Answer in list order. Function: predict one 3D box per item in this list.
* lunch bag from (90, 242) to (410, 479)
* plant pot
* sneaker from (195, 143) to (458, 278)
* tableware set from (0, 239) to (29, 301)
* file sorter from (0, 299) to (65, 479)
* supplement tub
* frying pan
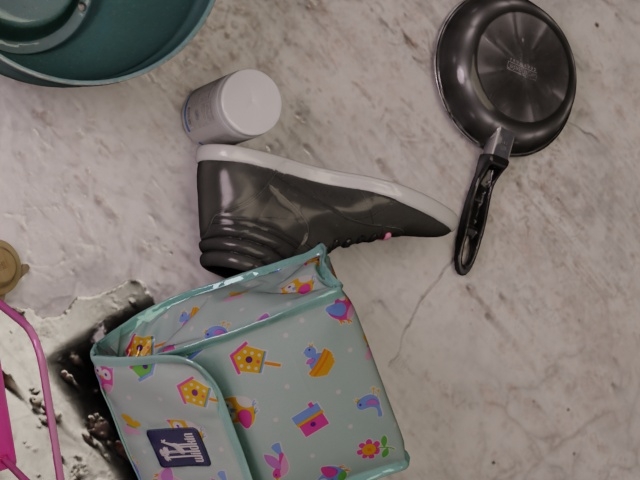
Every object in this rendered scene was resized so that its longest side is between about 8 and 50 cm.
[{"bbox_3d":[-0.074,0.157,1.577,0.262,0.160,0.223,-21,114,-3],"label":"lunch bag"},{"bbox_3d":[-0.262,-0.275,1.518,0.293,0.196,0.293,3,84,-28],"label":"plant pot"},{"bbox_3d":[0.000,0.000,1.688,0.295,0.104,0.147,12,82,-20],"label":"sneaker"},{"bbox_3d":[-0.353,0.025,1.524,0.169,0.020,0.141,50,56,-23],"label":"tableware set"},{"bbox_3d":[-0.386,0.175,1.390,0.290,0.182,0.202,-16,112,-28],"label":"file sorter"},{"bbox_3d":[-0.091,-0.133,1.644,0.071,0.107,0.071,3,84,-28],"label":"supplement tub"},{"bbox_3d":[0.186,-0.145,1.828,0.197,0.053,0.326,42,65,-17],"label":"frying pan"}]
